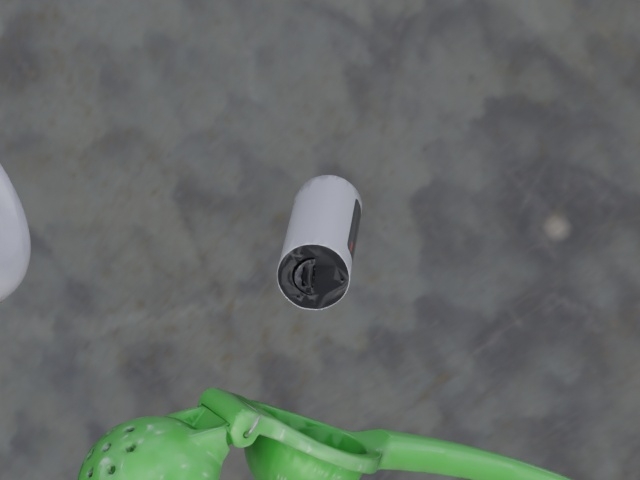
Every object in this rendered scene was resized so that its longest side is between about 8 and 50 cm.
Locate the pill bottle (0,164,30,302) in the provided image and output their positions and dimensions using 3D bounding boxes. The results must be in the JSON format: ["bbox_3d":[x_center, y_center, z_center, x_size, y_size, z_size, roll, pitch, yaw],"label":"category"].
[{"bbox_3d":[-0.433,0.047,1.485,0.363,0.210,0.210,-34,83,20],"label":"pill bottle"}]

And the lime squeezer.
[{"bbox_3d":[-0.023,0.107,0.679,0.310,0.059,0.110,-19,96,-27],"label":"lime squeezer"}]

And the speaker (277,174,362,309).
[{"bbox_3d":[0.000,0.000,1.371,0.055,0.055,0.136,28,23,-7],"label":"speaker"}]
